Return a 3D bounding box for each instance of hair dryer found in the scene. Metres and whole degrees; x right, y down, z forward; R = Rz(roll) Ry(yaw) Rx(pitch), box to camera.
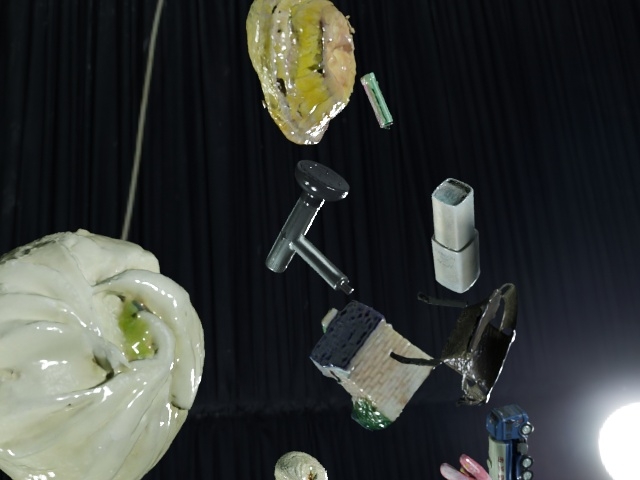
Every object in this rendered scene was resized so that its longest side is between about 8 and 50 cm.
[{"bbox_3d":[0.015,-0.015,1.869,0.284,0.320,0.155,27,-159,18],"label":"hair dryer"}]

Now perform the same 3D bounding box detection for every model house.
[{"bbox_3d":[0.103,0.295,1.747,0.243,0.284,0.298,-46,178,-15],"label":"model house"}]

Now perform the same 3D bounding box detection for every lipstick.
[{"bbox_3d":[0.261,-0.007,1.348,0.079,0.077,0.253,30,153,34],"label":"lipstick"}]

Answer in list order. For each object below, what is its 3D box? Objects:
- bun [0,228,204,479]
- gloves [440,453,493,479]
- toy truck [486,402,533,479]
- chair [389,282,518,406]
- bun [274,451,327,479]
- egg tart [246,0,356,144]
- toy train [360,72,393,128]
[{"bbox_3d":[-0.198,0.106,0.612,0.159,0.259,0.259,-13,161,30],"label":"bun"},{"bbox_3d":[0.296,0.528,1.332,0.126,0.241,0.145,13,-158,37],"label":"gloves"},{"bbox_3d":[0.402,0.455,1.490,0.088,0.202,0.074,-6,-166,-8],"label":"toy truck"},{"bbox_3d":[0.217,0.147,0.980,0.149,0.174,0.213,33,161,-10],"label":"chair"},{"bbox_3d":[-0.035,0.476,1.395,0.115,0.115,0.069,10,135,-39],"label":"bun"},{"bbox_3d":[-0.017,-0.369,1.403,0.149,0.352,0.352,-2,166,25],"label":"egg tart"},{"bbox_3d":[0.145,-0.351,1.751,0.038,0.148,0.071,-23,-178,11],"label":"toy train"}]
